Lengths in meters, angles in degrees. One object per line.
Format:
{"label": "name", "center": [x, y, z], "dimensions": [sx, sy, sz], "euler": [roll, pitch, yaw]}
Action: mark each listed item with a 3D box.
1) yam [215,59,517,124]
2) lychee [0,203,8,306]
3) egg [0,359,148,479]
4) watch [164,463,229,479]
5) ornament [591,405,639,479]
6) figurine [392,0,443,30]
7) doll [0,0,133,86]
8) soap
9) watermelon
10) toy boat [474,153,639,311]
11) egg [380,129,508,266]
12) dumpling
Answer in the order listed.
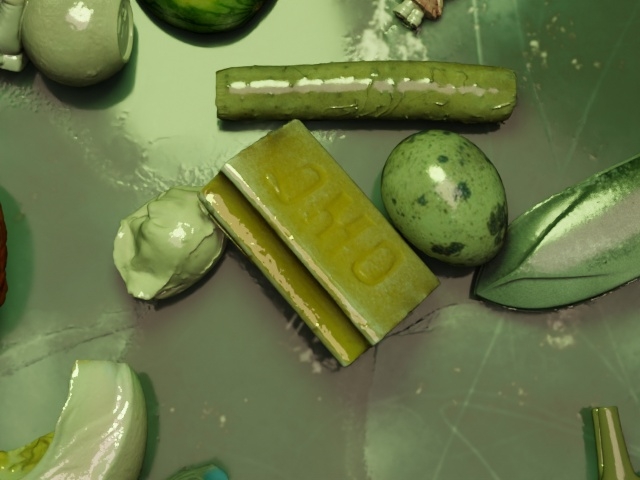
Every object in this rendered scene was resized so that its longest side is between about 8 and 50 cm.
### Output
{"label": "yam", "center": [0.055, -0.185, 1.827], "dimensions": [0.371, 0.083, 0.083], "euler": [1, 83, -4]}
{"label": "lychee", "center": [-0.485, -0.005, 1.692], "dimensions": [0.255, 0.255, 0.300], "euler": [-42, 126, -7]}
{"label": "egg", "center": [-0.295, 0.278, 1.669], "dimensions": [0.271, 0.206, 0.162], "euler": [-27, 59, 7]}
{"label": "watch", "center": [-0.137, 0.429, 1.691], "dimensions": [0.274, 0.241, 0.305], "euler": [35, 79, -15]}
{"label": "ornament", "center": [0.455, 0.316, 1.797], "dimensions": [0.230, 0.061, 0.245], "euler": [-5, 82, -6]}
{"label": "figurine", "center": [0.150, -0.322, 1.861], "dimensions": [0.072, 0.054, 0.129], "euler": [39, 84, -14]}
{"label": "doll", "center": [-0.376, -0.259, 1.791], "dimensions": [0.287, 0.151, 0.151], "euler": [1, 83, 4]}
{"label": "soap", "center": [0.000, 0.000, 1.760], "dimensions": [0.274, 0.089, 0.173], "euler": [49, 41, 2]}
{"label": "watermelon", "center": [-0.151, -0.376, 1.816], "dimensions": [0.204, 0.127, 0.232], "euler": [-28, 80, -2]}
{"label": "toy boat", "center": [0.334, -0.002, 1.818], "dimensions": [0.319, 0.092, 0.141], "euler": [-25, 86, 1]}
{"label": "egg", "center": [0.154, -0.049, 1.784], "dimensions": [0.141, 0.141, 0.182], "euler": [-37, 82, -6]}
{"label": "dumpling", "center": [-0.179, -0.011, 1.784], "dimensions": [0.127, 0.108, 0.188], "euler": [36, 72, 21]}
